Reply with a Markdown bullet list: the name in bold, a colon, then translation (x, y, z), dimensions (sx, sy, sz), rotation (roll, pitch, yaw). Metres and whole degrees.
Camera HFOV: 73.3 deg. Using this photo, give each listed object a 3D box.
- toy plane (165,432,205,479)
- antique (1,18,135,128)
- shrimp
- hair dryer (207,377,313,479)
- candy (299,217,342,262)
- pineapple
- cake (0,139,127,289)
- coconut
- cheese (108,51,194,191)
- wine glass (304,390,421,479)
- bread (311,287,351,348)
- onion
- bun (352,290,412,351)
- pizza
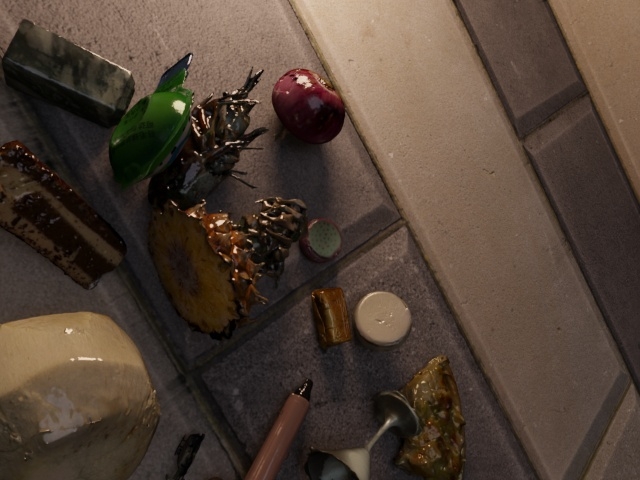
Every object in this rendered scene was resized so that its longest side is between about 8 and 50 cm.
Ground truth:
- **toy plane**: translation (-0.234, 0.379, 0.738), dimensions (0.031, 0.049, 0.120), rotation (31, 82, -23)
- **antique**: translation (-0.423, -0.276, 0.740), dimensions (0.183, 0.088, 0.085), rotation (22, 70, -26)
- **shrimp**: translation (-0.190, -0.187, 0.851), dimensions (0.372, 0.137, 0.172), rotation (-50, 145, -17)
- **hair dryer**: translation (-0.082, 0.419, 0.803), dimensions (0.189, 0.107, 0.344), rotation (45, 54, -17)
- **candy**: translation (0.000, 0.000, 0.971), dimensions (0.103, 0.043, 0.103), rotation (7, 77, -33)
- **pineapple**: translation (-0.131, 0.012, 0.796), dimensions (0.272, 0.263, 0.262), rotation (-30, 96, -44)
- **cake**: translation (-0.446, -0.043, 0.703), dimensions (0.112, 0.135, 0.246), rotation (-50, 136, -18)
- **coconut**: translation (-0.356, 0.217, 0.585), dimensions (0.245, 0.247, 0.244), rotation (-27, 134, -31)
- **cheese**: translation (-0.287, -0.218, 0.762), dimensions (0.083, 0.204, 0.320), rotation (40, 42, -40)
- **wine glass**: translation (0.098, 0.417, 0.868), dimensions (0.232, 0.156, 0.156), rotation (-27, 94, -45)
- **bread**: translation (0.024, 0.168, 0.944), dimensions (0.074, 0.053, 0.132), rotation (-9, 84, -37)
- **onion**: translation (-0.027, -0.296, 0.962), dimensions (0.178, 0.153, 0.177), rotation (12, 58, -20)
- **bun**: translation (0.139, 0.192, 0.992), dimensions (0.139, 0.094, 0.138), rotation (0, 62, 0)
- **pizza**: translation (0.269, 0.443, 1.020), dimensions (0.223, 0.089, 0.323), rotation (4, 76, -35)
